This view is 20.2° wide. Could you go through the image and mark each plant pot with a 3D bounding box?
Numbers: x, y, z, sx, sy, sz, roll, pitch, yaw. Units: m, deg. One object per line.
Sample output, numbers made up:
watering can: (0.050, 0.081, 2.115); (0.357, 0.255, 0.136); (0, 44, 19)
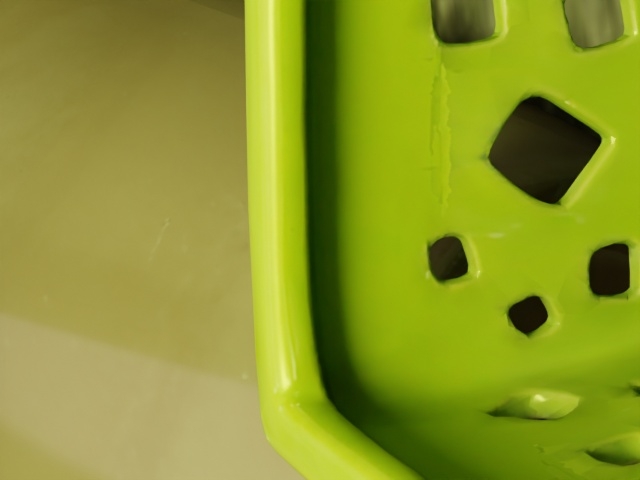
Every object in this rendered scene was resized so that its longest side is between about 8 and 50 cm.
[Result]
plant pot: (-0.016, 0.044, 0.644); (0.280, 0.323, 0.323); (13, 108, 47)
plant pot: (0.118, -0.044, 0.388); (0.228, 0.207, 0.227); (-155, 63, -65)
